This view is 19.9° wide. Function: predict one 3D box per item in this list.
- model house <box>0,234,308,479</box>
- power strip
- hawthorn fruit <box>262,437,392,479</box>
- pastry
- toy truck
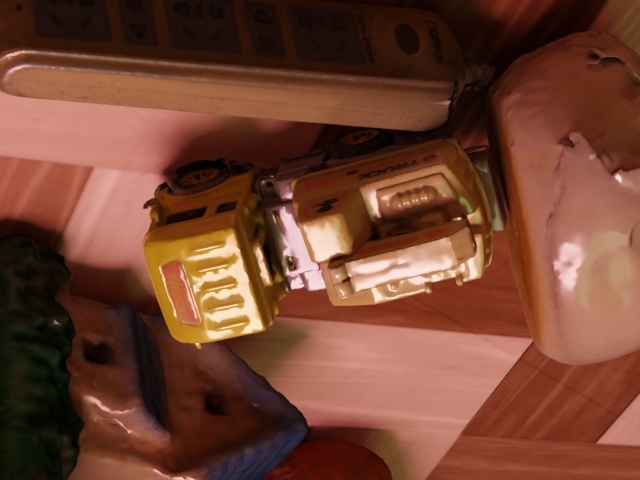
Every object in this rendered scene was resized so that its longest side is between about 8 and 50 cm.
[{"bbox_3d":[-0.184,0.258,1.521,0.343,0.382,0.334,18,134,-29],"label":"model house"},{"bbox_3d":[-0.047,-0.135,1.307,0.388,0.092,0.066,3,142,-22],"label":"power strip"},{"bbox_3d":[-0.009,0.286,1.796,0.189,0.189,0.189,-9,143,-7],"label":"hawthorn fruit"},{"bbox_3d":[0.205,-0.034,1.402,0.133,0.264,0.264,-14,143,2],"label":"pastry"},{"bbox_3d":[0.000,0.000,1.382,0.272,0.157,0.124,-12,108,12],"label":"toy truck"}]
